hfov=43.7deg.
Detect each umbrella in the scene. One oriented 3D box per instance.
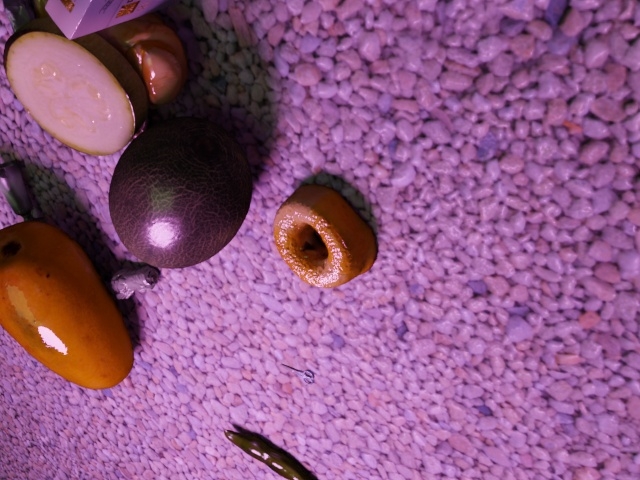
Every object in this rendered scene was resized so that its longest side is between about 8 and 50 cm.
[{"bbox_3d":[-0.412,0.091,1.745,0.143,0.062,0.067,-15,73,32],"label":"umbrella"}]

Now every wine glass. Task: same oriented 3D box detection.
[{"bbox_3d":[-0.691,-0.100,1.823,0.072,0.072,0.155,-2,117,38],"label":"wine glass"}]

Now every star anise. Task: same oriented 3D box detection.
[{"bbox_3d":[-0.323,-0.212,1.476,0.124,0.056,0.129,27,146,17],"label":"star anise"}]

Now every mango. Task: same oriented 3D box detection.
[{"bbox_3d":[-0.573,0.157,1.776,0.446,0.232,0.300,60,167,-25],"label":"mango"}]

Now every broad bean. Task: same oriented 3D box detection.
[{"bbox_3d":[-0.097,0.498,1.791,0.297,0.043,0.060,31,142,16],"label":"broad bean"}]

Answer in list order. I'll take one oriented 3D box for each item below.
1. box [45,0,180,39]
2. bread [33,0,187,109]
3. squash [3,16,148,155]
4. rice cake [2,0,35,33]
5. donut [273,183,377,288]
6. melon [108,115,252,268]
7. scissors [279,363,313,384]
[{"bbox_3d":[-0.276,-0.398,1.190,0.067,0.243,0.155,51,136,1],"label":"box"},{"bbox_3d":[-0.353,-0.342,1.369,0.311,0.121,0.173,31,142,17],"label":"bread"},{"bbox_3d":[-0.411,-0.254,1.335,0.252,0.049,0.252,17,141,14],"label":"squash"},{"bbox_3d":[-0.536,-0.392,1.444,0.237,0.043,0.127,-130,23,-59],"label":"rice cake"},{"bbox_3d":[-0.001,0.001,1.367,0.174,0.074,0.190,-19,105,43],"label":"donut"},{"bbox_3d":[-0.244,-0.074,1.384,0.237,0.237,0.302,44,140,4],"label":"melon"},{"bbox_3d":[-0.049,0.268,1.628,0.083,0.006,0.036,20,127,26],"label":"scissors"}]
